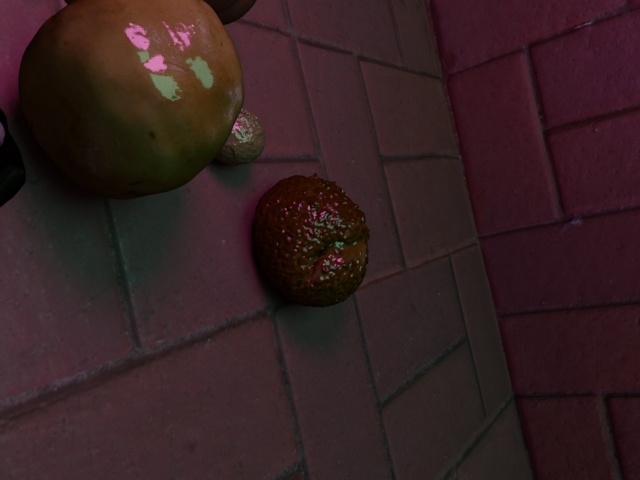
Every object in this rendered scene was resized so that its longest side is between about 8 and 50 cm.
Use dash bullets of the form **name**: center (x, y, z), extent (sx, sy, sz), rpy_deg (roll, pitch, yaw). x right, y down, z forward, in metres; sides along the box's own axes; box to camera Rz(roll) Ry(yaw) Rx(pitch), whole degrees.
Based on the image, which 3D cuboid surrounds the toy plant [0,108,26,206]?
- **toy plant**: center (-0.488, -0.131, 0.673), extent (0.235, 0.175, 0.218), rpy_deg (45, 31, 2)

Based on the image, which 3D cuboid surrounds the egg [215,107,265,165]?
- **egg**: center (-0.176, -0.212, 1.154), extent (0.140, 0.116, 0.118), rpy_deg (16, 90, -55)

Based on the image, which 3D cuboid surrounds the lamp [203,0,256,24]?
- **lamp**: center (-0.256, -0.517, 1.030), extent (0.305, 0.239, 0.305), rpy_deg (40, 6, -5)

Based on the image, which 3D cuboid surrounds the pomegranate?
- **pomegranate**: center (-0.280, -0.227, 0.847), extent (0.332, 0.332, 0.332), rpy_deg (21, 63, -49)

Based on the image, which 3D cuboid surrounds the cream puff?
- **cream puff**: center (0.000, 0.000, 1.247), extent (0.303, 0.212, 0.303), rpy_deg (18, 69, -55)
